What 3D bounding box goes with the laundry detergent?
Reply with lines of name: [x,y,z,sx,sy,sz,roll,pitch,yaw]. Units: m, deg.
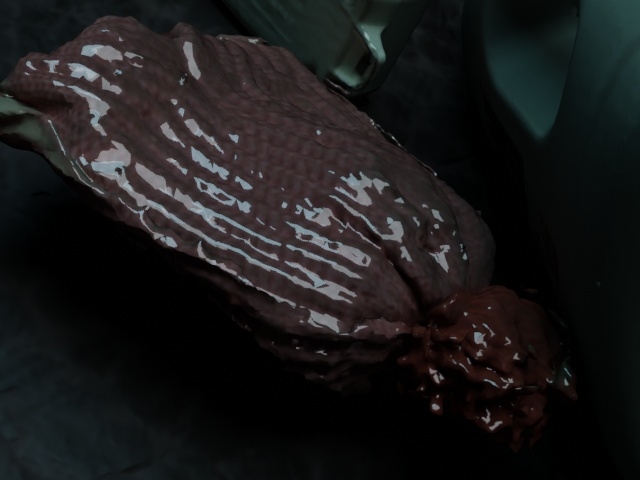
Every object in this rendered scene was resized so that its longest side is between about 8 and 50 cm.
laundry detergent: [0.150,-0.076,0.768,0.124,0.264,0.398,-16,37,3]

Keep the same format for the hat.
hat: [0.000,0.000,0.685,0.286,0.107,0.236,40,33,19]

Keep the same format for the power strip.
power strip: [-0.056,-0.216,0.875,0.058,0.098,0.338,-19,61,-42]
